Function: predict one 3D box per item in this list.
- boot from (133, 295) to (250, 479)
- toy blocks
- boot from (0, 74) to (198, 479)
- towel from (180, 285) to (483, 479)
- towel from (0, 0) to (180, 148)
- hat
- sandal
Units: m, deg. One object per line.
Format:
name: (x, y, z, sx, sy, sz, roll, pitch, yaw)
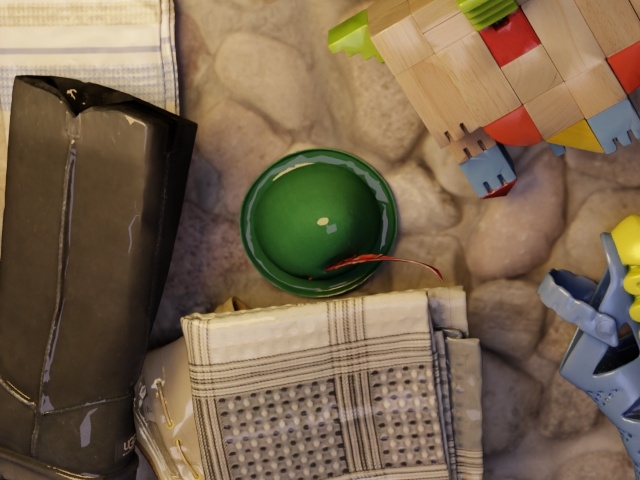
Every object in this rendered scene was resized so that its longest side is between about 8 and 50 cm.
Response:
boot: (-0.101, 0.213, 1.698, 0.203, 0.095, 0.262, -33, 96, 13)
toy blocks: (0.238, -0.193, 1.511, 0.381, 0.191, 0.261, -29, 114, 14)
boot: (-0.339, 0.032, 1.605, 0.367, 0.146, 0.445, 15, 112, 14)
towel: (0.025, 0.209, 1.627, 0.324, 0.056, 0.312, -7, 108, -2)
towel: (-0.256, -0.205, 1.610, 0.209, 0.034, 0.285, -1, 106, 8)
hat: (0.000, 0.000, 1.571, 0.208, 0.183, 0.173, -33, 102, 14)
sandal: (0.330, 0.134, 1.625, 0.138, 0.126, 0.317, -12, 98, 12)
